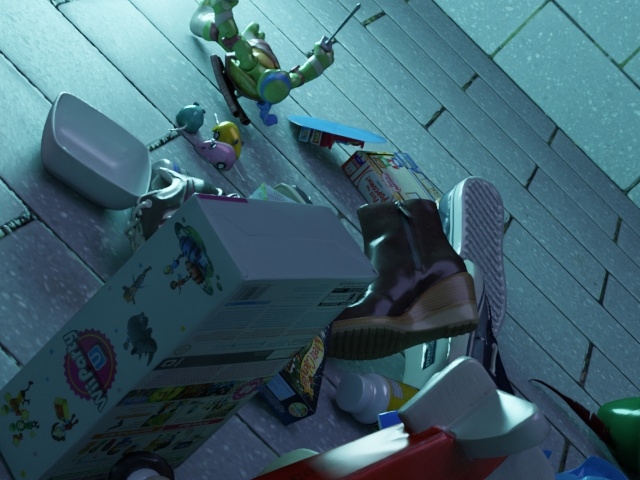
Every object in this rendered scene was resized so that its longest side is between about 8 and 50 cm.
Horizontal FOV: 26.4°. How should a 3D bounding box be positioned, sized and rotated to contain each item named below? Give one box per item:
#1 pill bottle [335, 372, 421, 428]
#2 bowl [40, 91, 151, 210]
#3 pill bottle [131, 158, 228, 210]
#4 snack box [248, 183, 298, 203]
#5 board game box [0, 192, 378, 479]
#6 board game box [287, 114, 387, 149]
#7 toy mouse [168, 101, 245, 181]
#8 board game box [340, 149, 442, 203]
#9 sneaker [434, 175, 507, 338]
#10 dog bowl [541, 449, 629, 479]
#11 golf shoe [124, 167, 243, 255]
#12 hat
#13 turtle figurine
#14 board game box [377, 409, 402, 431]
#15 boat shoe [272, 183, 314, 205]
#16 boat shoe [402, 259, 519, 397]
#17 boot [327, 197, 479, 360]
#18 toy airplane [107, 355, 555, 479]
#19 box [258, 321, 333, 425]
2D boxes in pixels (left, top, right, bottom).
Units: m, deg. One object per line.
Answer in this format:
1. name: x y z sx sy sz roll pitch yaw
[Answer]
1. pill bottle: 0.075 0.201 1.693 0.116 0.065 0.065 23 31 -40
2. bowl: -0.273 -0.100 1.622 0.142 0.053 0.142 35 25 -24
3. pill bottle: -0.157 -0.036 1.679 0.137 0.078 0.078 31 26 -29
4. snack box: -0.051 -0.003 1.775 0.141 0.100 0.037 29 28 -33
5. board game box: -0.123 0.094 1.222 0.097 0.303 0.224 54 24 22
6. board game box: 0.024 -0.168 2.233 0.168 0.033 0.133 14 12 0
7. toy mouse: -0.158 -0.152 1.934 0.143 0.031 0.161 16 36 -50
8. board game box: 0.134 -0.084 2.304 0.147 0.045 0.193 53 24 18
9. sneaker: 0.211 0.060 2.116 0.126 0.127 0.321 28 52 -23
10. dog bowl: 0.362 0.380 1.871 0.297 0.074 0.166 15 37 -50
11. golf shoe: -0.176 0.019 1.518 0.120 0.105 0.273 33 33 -5
12. hat: 0.460 0.307 2.229 0.173 0.183 0.209 -26 115 -60
13. turtle figurine: -0.080 -0.330 2.111 0.197 0.275 0.266 -7 23 -24
14. board game box: 0.138 0.364 1.338 0.347 0.078 0.233 -105 -176 -50
15. boat shoe: 0.000 0.000 1.895 0.065 0.075 0.206 11 35 -49
16. boat shoe: 0.205 0.180 1.882 0.158 0.127 0.341 44 35 -18
17. boot: 0.077 0.047 1.808 0.248 0.090 0.207 -7 56 -20
18. toy airplane: 0.035 0.267 1.152 0.386 0.384 0.273 -32 110 -62
19. box: -0.051 0.082 1.612 0.159 0.044 0.233 52 27 -25
